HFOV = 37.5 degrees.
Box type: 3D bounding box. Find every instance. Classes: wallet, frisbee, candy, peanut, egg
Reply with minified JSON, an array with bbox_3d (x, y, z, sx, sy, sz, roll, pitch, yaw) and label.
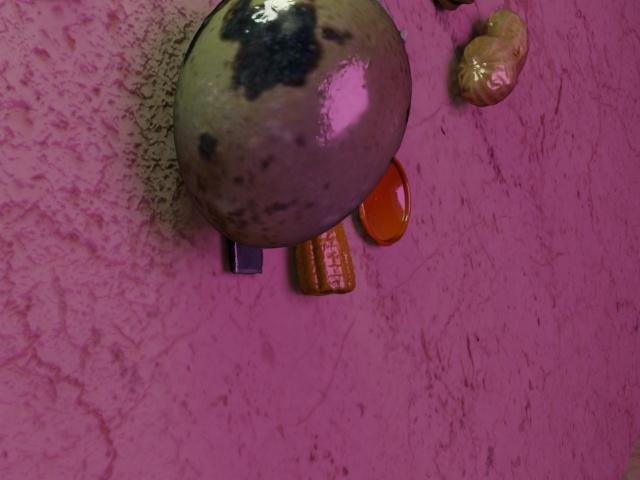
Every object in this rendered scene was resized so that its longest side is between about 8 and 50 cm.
[{"bbox_3d":[-0.124,-0.009,1.540,0.088,0.026,0.129,1,86,-59],"label":"wallet"},{"bbox_3d":[0.120,-0.084,1.886,0.192,0.035,0.192,7,81,-54],"label":"frisbee"},{"bbox_3d":[0.000,0.000,1.664,0.106,0.094,0.199,-5,85,-54],"label":"candy"},{"bbox_3d":[0.413,-0.437,2.248,0.153,0.140,0.325,44,49,-23],"label":"peanut"},{"bbox_3d":[-0.047,-0.192,1.396,0.345,0.345,0.428,40,69,-46],"label":"egg"}]

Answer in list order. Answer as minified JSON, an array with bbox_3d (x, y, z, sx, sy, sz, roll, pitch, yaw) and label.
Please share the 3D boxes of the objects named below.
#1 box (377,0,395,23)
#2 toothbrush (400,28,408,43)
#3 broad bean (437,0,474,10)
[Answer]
[{"bbox_3d":[0.058,-0.431,1.773,0.142,0.044,0.285,-39,124,-15],"label":"box"},{"bbox_3d":[0.141,-0.334,1.952,0.019,0.025,0.276,54,44,-46],"label":"toothbrush"},{"bbox_3d":[0.283,-0.627,2.146,0.153,0.072,0.207,-24,95,-56],"label":"broad bean"}]
